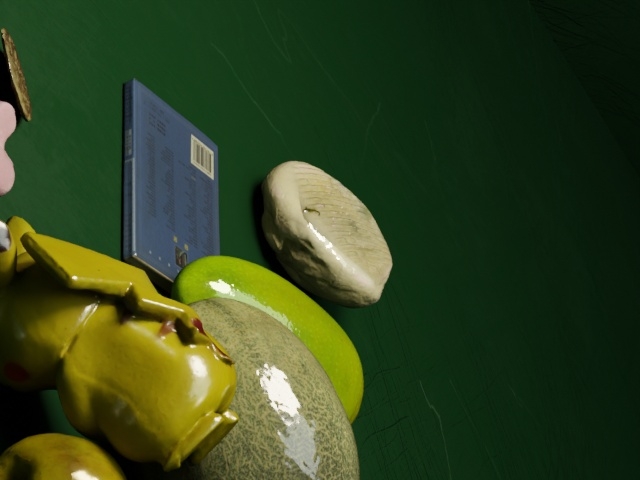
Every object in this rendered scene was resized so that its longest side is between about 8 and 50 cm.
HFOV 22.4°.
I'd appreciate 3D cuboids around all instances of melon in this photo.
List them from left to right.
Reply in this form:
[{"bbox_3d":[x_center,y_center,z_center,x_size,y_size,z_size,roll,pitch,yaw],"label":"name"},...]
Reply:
[{"bbox_3d":[-0.089,0.223,1.788,0.248,0.249,0.329,-1,66,-65],"label":"melon"}]

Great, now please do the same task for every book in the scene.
[{"bbox_3d":[-0.188,-0.052,2.059,0.191,0.025,0.269,39,39,-48],"label":"book"}]

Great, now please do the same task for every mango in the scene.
[{"bbox_3d":[-0.071,0.139,1.999,0.343,0.156,0.192,44,45,-37],"label":"mango"}]

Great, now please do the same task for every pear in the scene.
[{"bbox_3d":[-0.248,0.261,1.544,0.162,0.149,0.148,42,36,-40],"label":"pear"}]

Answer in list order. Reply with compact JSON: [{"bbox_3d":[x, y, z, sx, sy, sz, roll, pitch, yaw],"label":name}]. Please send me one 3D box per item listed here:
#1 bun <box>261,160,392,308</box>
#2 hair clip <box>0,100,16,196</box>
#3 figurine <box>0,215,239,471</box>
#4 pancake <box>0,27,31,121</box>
[{"bbox_3d":[0.000,0.000,2.306,0.237,0.116,0.210,59,25,10],"label":"bun"},{"bbox_3d":[-0.377,-0.161,1.692,0.146,0.075,0.257,-15,90,-71],"label":"hair clip"},{"bbox_3d":[-0.228,0.097,1.606,0.327,0.169,0.218,29,-5,7],"label":"figurine"},{"bbox_3d":[-0.338,-0.186,1.799,0.115,0.011,0.114,166,-90,-84],"label":"pancake"}]
